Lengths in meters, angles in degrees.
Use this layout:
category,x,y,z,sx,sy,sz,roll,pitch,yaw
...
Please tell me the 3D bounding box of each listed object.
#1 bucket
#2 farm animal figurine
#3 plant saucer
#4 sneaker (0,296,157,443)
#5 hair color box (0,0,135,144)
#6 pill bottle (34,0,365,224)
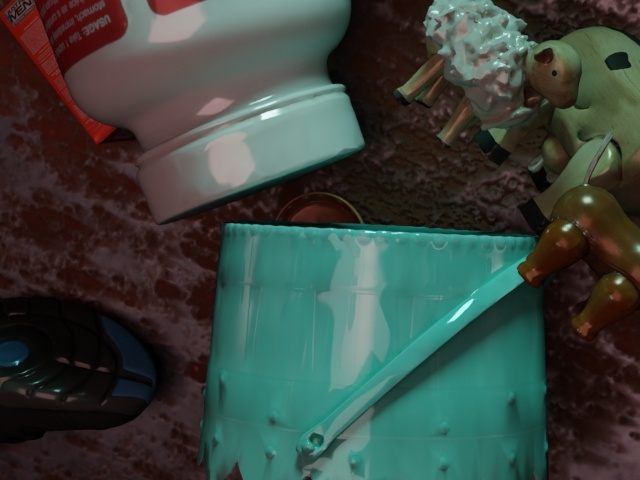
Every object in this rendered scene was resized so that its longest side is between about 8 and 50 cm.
category,x,y,z,sx,sy,sz,roll,pitch,yaw
bucket,0.043,0.080,0.978,0.281,0.281,0.183,3,93,16
farm animal figurine,0.250,-0.041,0.934,0.172,0.330,0.327,-47,55,19
plant saucer,0.000,0.000,1.115,0.083,0.013,0.083,2,98,16
sneaker,-0.304,0.134,1.188,0.341,0.125,0.139,3,125,13
hair color box,-0.203,-0.150,1.126,0.043,0.072,0.141,-39,84,17
pill bottle,-0.114,-0.231,1.007,0.229,0.229,0.407,-20,91,18
